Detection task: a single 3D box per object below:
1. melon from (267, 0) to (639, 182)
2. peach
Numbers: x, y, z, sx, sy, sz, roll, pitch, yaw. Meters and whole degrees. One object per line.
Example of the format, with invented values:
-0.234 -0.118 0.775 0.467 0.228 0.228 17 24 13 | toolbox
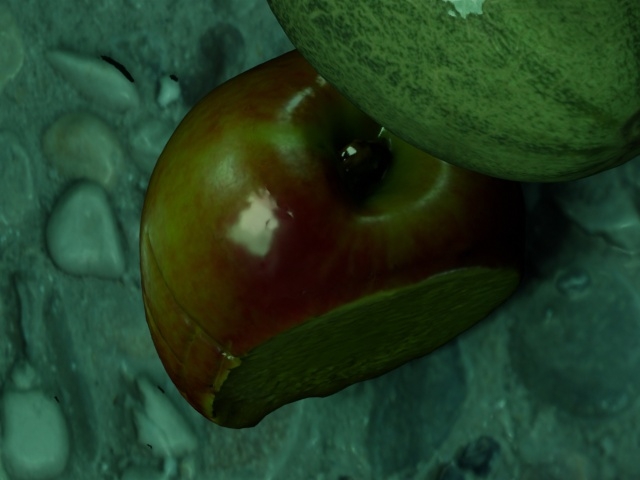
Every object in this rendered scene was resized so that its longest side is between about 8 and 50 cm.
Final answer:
0.090 -0.178 1.073 0.329 0.249 0.248 52 126 26 | melon
0.000 0.000 1.240 0.274 0.249 0.245 121 156 -48 | peach
